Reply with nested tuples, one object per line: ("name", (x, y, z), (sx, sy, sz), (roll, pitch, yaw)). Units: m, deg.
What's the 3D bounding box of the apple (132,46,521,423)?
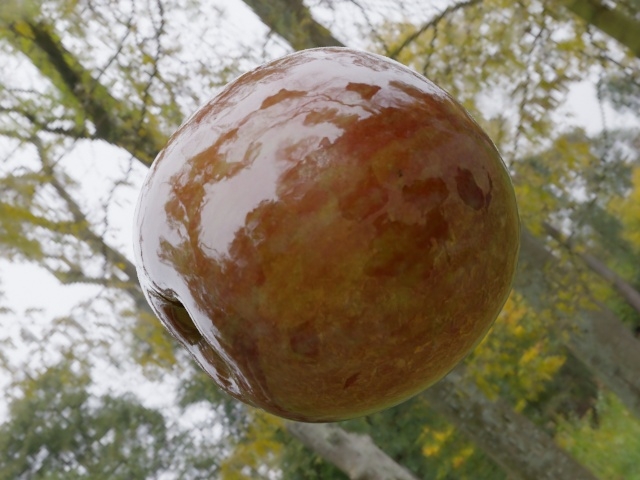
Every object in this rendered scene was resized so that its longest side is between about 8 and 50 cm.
("apple", (0.000, 0.000, 0.506), (0.174, 0.188, 0.188), (-39, -20, -22))
